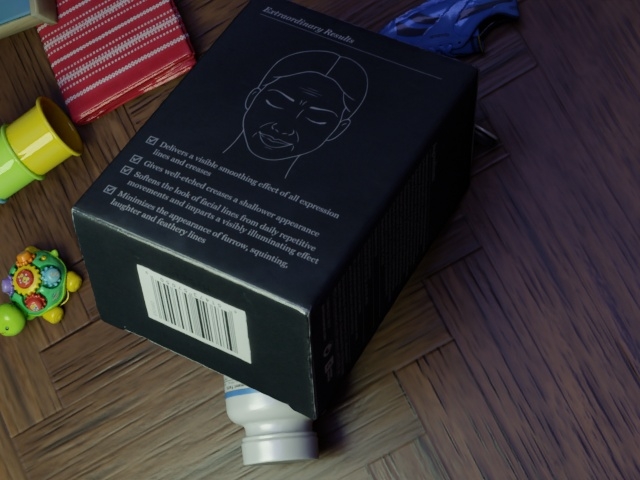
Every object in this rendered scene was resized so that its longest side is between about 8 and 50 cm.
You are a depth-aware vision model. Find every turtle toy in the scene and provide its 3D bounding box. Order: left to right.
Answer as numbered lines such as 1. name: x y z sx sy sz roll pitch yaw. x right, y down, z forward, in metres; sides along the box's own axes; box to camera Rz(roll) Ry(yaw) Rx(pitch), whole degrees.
1. turtle toy: -0.382 0.068 1.770 0.095 0.066 0.130 30 89 20

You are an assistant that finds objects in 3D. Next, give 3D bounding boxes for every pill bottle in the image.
1. pill bottle: -0.055 0.157 1.626 0.124 0.124 0.222 -9 78 15

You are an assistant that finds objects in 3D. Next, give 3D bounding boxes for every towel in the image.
1. towel: -0.294 -0.312 1.835 0.199 0.031 0.275 -27 72 13

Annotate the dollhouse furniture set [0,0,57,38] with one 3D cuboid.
1. dollhouse furniture set: -0.524 -0.406 1.763 0.198 0.303 0.286 -15 76 21

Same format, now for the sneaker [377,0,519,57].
1. sneaker: 0.147 -0.254 1.671 0.209 0.069 0.082 -30 77 9

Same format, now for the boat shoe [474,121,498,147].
1. boat shoe: 0.156 -0.142 1.659 0.133 0.049 0.042 27 94 22

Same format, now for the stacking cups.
1. stacking cups: -0.471 -0.068 1.807 0.316 0.096 0.096 -34 72 9

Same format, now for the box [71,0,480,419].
1. box: -0.038 -0.052 1.527 0.293 0.212 0.395 23 56 20
